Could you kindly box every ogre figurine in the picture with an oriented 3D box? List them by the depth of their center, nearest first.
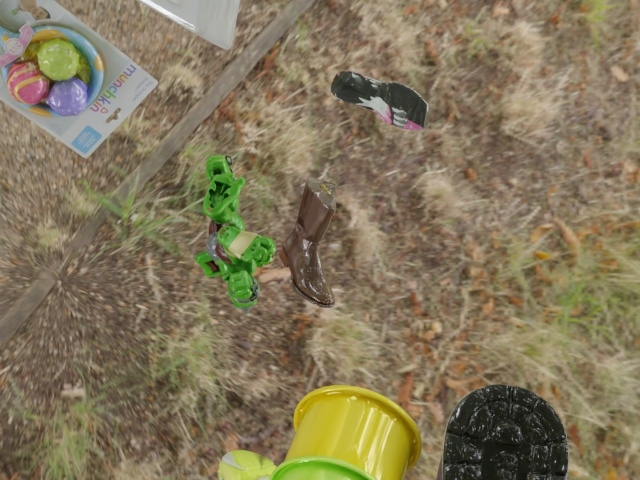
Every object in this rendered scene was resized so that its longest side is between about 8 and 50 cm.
[{"bbox_3d":[-0.107,0.002,1.196,0.097,0.118,0.197,-29,63,-16],"label":"ogre figurine"}]

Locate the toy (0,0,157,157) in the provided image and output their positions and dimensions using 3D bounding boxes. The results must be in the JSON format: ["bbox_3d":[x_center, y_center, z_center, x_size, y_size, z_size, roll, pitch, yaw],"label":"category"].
[{"bbox_3d":[-0.317,-0.193,1.092,0.137,0.056,0.237,-41,118,19],"label":"toy"}]

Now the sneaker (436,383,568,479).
[{"bbox_3d":[0.109,0.249,0.668,0.107,0.124,0.283,14,70,6],"label":"sneaker"}]

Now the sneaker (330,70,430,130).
[{"bbox_3d":[0.111,-0.245,1.677,0.178,0.077,0.072,30,104,14],"label":"sneaker"}]

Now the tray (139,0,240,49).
[{"bbox_3d":[-0.205,-0.307,1.033,0.270,0.145,0.030,31,57,7],"label":"tray"}]

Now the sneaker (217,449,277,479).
[{"bbox_3d":[-0.061,0.315,1.045,0.091,0.240,0.126,15,91,-18],"label":"sneaker"}]

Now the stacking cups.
[{"bbox_3d":[-0.020,0.233,0.583,0.096,0.096,0.316,37,43,-11],"label":"stacking cups"}]

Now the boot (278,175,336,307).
[{"bbox_3d":[0.000,0.000,1.047,0.037,0.106,0.114,-6,134,-40],"label":"boot"}]
